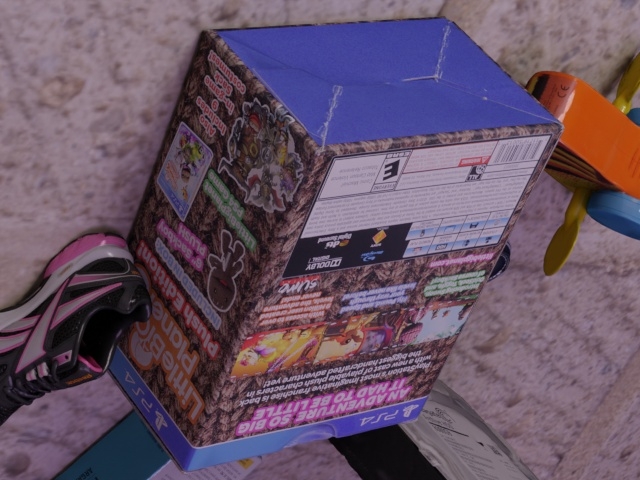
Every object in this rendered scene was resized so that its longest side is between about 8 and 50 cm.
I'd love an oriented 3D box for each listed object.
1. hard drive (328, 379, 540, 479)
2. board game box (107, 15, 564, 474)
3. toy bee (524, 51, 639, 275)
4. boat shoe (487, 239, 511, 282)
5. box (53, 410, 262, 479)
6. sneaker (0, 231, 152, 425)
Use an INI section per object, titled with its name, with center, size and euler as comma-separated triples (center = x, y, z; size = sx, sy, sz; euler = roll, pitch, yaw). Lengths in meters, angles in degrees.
[hard drive]
center = 0.138, 0.226, 1.548
size = 0.064, 0.339, 0.237
euler = -51, 144, 10
[board game box]
center = 0.000, 0.000, 1.334
size = 0.232, 0.141, 0.291
euler = -8, 134, -40
[toy bee]
center = 0.244, -0.043, 1.538
size = 0.195, 0.162, 0.298
euler = -47, 117, -19
[boat shoe]
center = 0.110, 0.037, 1.535
size = 0.183, 0.083, 0.065
euler = -7, 133, -44
[box]
center = -0.170, 0.221, 1.484
size = 0.244, 0.060, 0.100
euler = -41, 146, -2
[sneaker]
center = -0.189, 0.078, 1.291
size = 0.178, 0.077, 0.072
euler = -48, 144, 11
